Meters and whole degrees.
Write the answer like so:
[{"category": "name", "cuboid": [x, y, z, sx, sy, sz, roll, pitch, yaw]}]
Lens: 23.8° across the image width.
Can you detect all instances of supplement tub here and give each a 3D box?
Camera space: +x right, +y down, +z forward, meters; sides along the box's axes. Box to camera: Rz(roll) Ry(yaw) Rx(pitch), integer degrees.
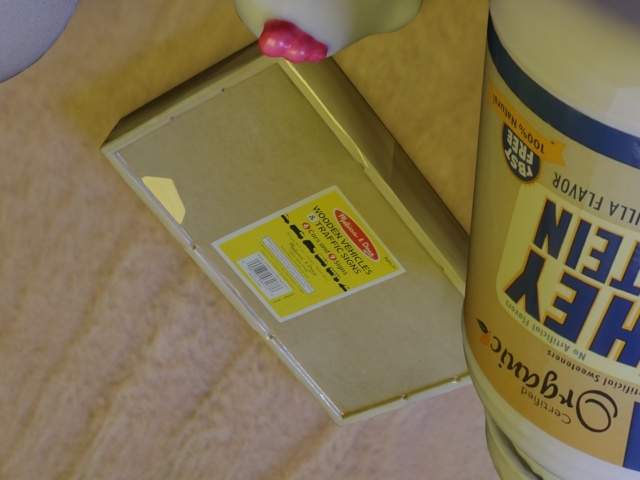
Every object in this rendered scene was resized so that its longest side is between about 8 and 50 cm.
[{"category": "supplement tub", "cuboid": [0.189, -0.007, 0.760, 0.228, 0.228, 0.316, 12, 132, 15]}]

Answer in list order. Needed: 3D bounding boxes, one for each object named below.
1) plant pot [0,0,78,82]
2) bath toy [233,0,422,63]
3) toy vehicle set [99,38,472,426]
[{"category": "plant pot", "cuboid": [-0.234, -0.176, 0.813, 0.191, 0.284, 0.284, 16, 146, -39]}, {"category": "bath toy", "cuboid": [0.035, -0.216, 0.722, 0.151, 0.129, 0.348, 30, 135, -2]}, {"category": "toy vehicle set", "cuboid": [0.000, 0.000, 0.984, 0.166, 0.035, 0.267, -23, 116, 37]}]
